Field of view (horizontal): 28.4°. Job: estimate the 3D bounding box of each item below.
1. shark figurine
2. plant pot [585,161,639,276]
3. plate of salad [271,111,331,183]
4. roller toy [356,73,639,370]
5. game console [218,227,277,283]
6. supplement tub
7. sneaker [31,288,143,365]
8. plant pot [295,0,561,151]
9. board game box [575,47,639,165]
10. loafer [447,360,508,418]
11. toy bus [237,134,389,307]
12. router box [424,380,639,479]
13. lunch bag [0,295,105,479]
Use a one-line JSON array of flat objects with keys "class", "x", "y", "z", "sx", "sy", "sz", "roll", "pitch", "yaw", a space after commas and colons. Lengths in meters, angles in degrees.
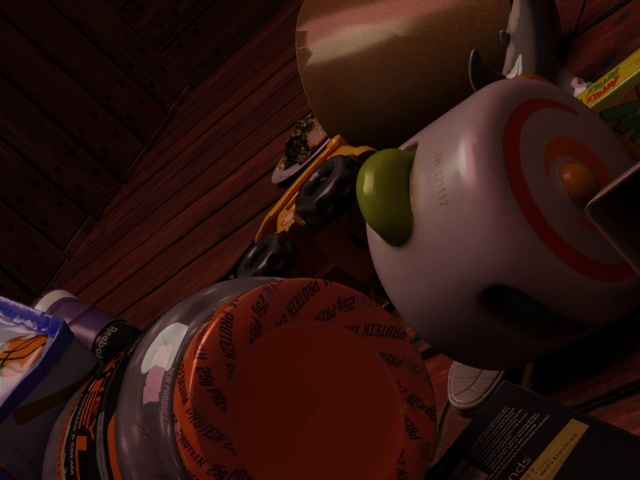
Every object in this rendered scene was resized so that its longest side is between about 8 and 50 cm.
[{"class": "shark figurine", "x": 0.223, "y": -0.186, "z": 1.274, "sx": 0.116, "sy": 0.278, "sz": 0.166, "roll": 19, "pitch": 26, "yaw": 34}, {"class": "plant pot", "x": 0.254, "y": -0.027, "z": 0.838, "sx": 0.109, "sy": 0.109, "sz": 0.096, "roll": -40, "pitch": 5, "yaw": 25}, {"class": "plate of salad", "x": -0.017, "y": -0.172, "z": 2.053, "sx": 0.200, "sy": 0.048, "sz": 0.200, "roll": -44, "pitch": 16, "yaw": 16}, {"class": "roller toy", "x": 0.146, "y": -0.014, "z": 0.925, "sx": 0.209, "sy": 0.191, "sz": 0.146, "roll": -29, "pitch": -4, "yaw": -46}, {"class": "game console", "x": -0.066, "y": 0.104, "z": 1.500, "sx": 0.386, "sy": 0.060, "sz": 0.342, "roll": -52, "pitch": 22, "yaw": -15}, {"class": "supplement tub", "x": -0.062, "y": 0.138, "z": 0.836, "sx": 0.194, "sy": 0.193, "sz": 0.316, "roll": -56, "pitch": 9, "yaw": -29}, {"class": "sneaker", "x": -0.178, "y": 0.149, "z": 1.268, "sx": 0.124, "sy": 0.283, "sz": 0.107, "roll": 16, "pitch": 74, "yaw": 28}, {"class": "plant pot", "x": 0.143, "y": -0.227, "z": 1.482, "sx": 0.254, "sy": 0.237, "sz": 0.237, "roll": -15, "pitch": 32, "yaw": 37}, {"class": "board game box", "x": 0.245, "y": -0.085, "z": 1.016, "sx": 0.181, "sy": 0.092, "sz": 0.043, "roll": -38, "pitch": 17, "yaw": 31}, {"class": "loafer", "x": 0.132, "y": 0.095, "z": 0.996, "sx": 0.045, "sy": 0.039, "sz": 0.125, "roll": 0, "pitch": 42, "yaw": 23}, {"class": "toy bus", "x": 0.000, "y": 0.000, "z": 1.318, "sx": 0.220, "sy": 0.149, "sz": 0.211, "roll": -49, "pitch": 24, "yaw": 2}, {"class": "router box", "x": 0.079, "y": 0.235, "z": 0.684, "sx": 0.309, "sy": 0.081, "sz": 0.243, "roll": -49, "pitch": 15, "yaw": -6}, {"class": "lunch bag", "x": -0.286, "y": 0.283, "z": 1.039, "sx": 0.239, "sy": 0.328, "sz": 0.385, "roll": 15, "pitch": 58, "yaw": 46}]
